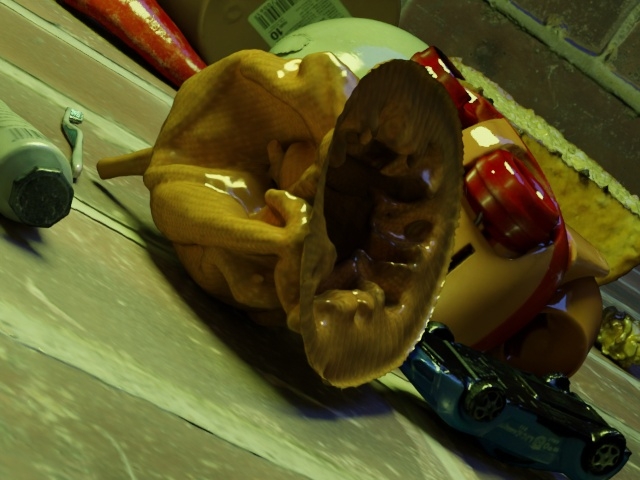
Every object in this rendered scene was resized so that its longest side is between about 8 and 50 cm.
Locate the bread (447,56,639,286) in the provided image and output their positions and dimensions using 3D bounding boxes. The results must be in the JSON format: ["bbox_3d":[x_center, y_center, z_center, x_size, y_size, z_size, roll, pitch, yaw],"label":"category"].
[{"bbox_3d":[0.233,-0.044,1.993,0.340,0.179,0.194,37,12,-10],"label":"bread"}]

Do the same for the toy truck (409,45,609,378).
[{"bbox_3d":[0.114,-0.001,1.387,0.239,0.189,0.265,30,24,-55],"label":"toy truck"}]

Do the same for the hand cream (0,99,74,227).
[{"bbox_3d":[-0.203,-0.068,1.057,0.080,0.050,0.234,29,8,-32],"label":"hand cream"}]

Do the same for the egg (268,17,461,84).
[{"bbox_3d":[0.044,-0.119,1.670,0.253,0.186,0.186,26,15,-39],"label":"egg"}]

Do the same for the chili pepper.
[{"bbox_3d":[-0.193,-0.225,1.725,0.272,0.063,0.071,40,9,3],"label":"chili pepper"}]

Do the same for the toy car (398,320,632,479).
[{"bbox_3d":[0.133,0.123,1.239,0.216,0.063,0.103,23,15,-31],"label":"toy car"}]

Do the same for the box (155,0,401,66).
[{"bbox_3d":[-0.063,-0.289,1.833,0.301,0.301,0.216,27,19,-41],"label":"box"}]

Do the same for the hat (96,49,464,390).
[{"bbox_3d":[-0.056,-0.025,1.139,0.233,0.244,0.233,10,-33,25],"label":"hat"}]

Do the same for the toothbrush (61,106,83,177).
[{"bbox_3d":[-0.179,-0.072,1.227,0.017,0.014,0.162,14,16,-12],"label":"toothbrush"}]

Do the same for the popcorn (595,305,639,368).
[{"bbox_3d":[0.354,0.112,2.023,0.083,0.057,0.082,29,11,-22],"label":"popcorn"}]
